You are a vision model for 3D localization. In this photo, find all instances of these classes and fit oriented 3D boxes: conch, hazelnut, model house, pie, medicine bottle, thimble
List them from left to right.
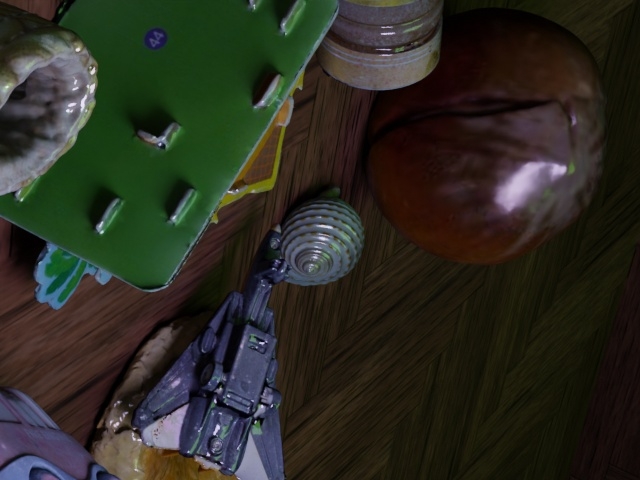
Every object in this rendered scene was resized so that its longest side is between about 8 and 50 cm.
[{"bbox_3d":[-0.288,-0.117,1.434,0.190,0.143,0.137,-45,151,-41],"label":"thimble"},{"bbox_3d":[-0.136,-0.074,1.708,0.357,0.243,0.313,-61,160,-15],"label":"model house"},{"bbox_3d":[-0.169,0.241,2.137,0.339,0.083,0.339,-46,147,-42],"label":"pie"},{"bbox_3d":[0.004,0.005,2.276,0.153,0.102,0.135,-35,158,-52],"label":"conch"},{"bbox_3d":[0.069,-0.339,1.990,0.151,0.151,0.322,-48,152,-37],"label":"medicine bottle"},{"bbox_3d":[0.234,-0.137,2.344,0.315,0.372,0.372,16,100,-29],"label":"hazelnut"}]

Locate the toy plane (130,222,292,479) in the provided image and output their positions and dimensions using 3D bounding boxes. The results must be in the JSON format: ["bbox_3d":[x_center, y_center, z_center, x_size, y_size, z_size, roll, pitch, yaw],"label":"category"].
[{"bbox_3d":[-0.085,0.119,2.032,0.204,0.103,0.316,28,72,-25],"label":"toy plane"}]

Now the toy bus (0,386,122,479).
[{"bbox_3d":[-0.321,0.230,1.622,0.197,0.231,0.294,-39,161,10],"label":"toy bus"}]
